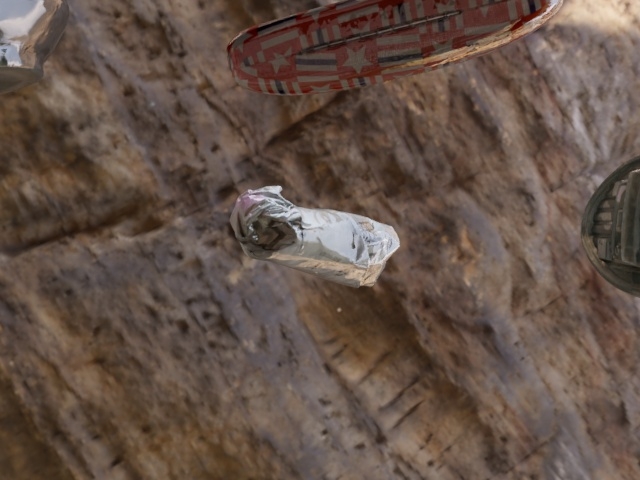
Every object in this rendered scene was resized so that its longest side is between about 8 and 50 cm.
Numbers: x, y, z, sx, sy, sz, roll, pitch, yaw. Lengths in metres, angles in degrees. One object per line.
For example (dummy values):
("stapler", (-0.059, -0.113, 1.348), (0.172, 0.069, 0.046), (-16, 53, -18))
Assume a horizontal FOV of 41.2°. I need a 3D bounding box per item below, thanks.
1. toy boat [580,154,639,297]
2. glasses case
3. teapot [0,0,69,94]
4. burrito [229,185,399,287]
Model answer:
("toy boat", (0.166, -0.008, 0.399), (0.260, 0.085, 0.078), (-56, 151, -88))
("glasses case", (0.042, -0.119, 0.496), (0.194, 0.073, 0.049), (-10, -80, 20))
("teapot", (-0.396, -0.314, 0.747), (0.376, 0.305, 0.362), (-176, -104, -68))
("burrito", (0.001, 0.000, 0.709), (0.064, 0.203, 0.064), (-10, -106, 35))
